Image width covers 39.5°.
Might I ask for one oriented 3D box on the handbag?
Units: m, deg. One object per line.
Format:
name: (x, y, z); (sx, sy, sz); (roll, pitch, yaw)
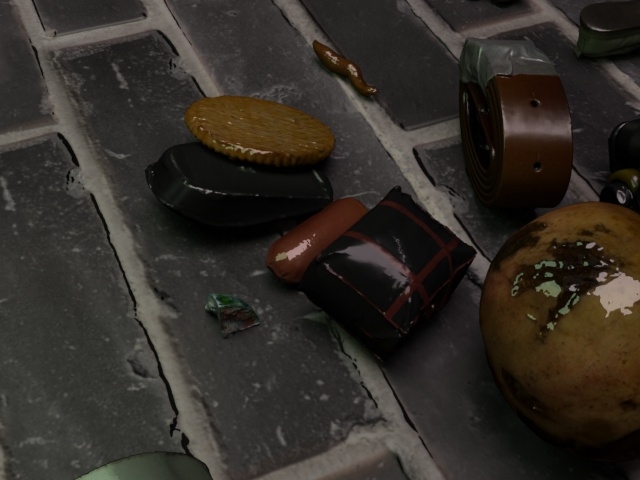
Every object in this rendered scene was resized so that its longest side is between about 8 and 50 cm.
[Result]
handbag: (0.099, 0.047, 1.248); (0.169, 0.155, 0.215); (40, 54, 12)

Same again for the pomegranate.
pomegranate: (0.341, 0.113, 1.102); (0.322, 0.322, 0.322); (2, 47, -2)

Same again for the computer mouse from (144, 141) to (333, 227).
computer mouse: (-0.126, -0.078, 1.399); (0.295, 0.087, 0.168); (2, 32, -22)

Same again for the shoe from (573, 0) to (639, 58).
shoe: (0.618, -0.420, 1.754); (0.275, 0.098, 0.103); (-12, 56, -16)

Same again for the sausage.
sausage: (0.000, 0.000, 1.339); (0.194, 0.077, 0.077); (-35, 58, -28)

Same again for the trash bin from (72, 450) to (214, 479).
trash bin: (-0.106, 0.431, 0.800); (0.280, 0.280, 0.432); (-23, 49, -23)

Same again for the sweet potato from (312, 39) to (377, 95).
sweet potato: (0.047, -0.319, 1.663); (0.044, 0.044, 0.179); (-32, 63, -29)

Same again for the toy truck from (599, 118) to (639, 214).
toy truck: (0.529, -0.115, 1.378); (0.147, 0.224, 0.165); (-11, 91, -9)

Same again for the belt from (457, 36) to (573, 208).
belt: (0.302, -0.194, 1.439); (0.122, 0.217, 0.338); (0, 45, -4)

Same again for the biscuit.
biscuit: (-0.101, -0.181, 1.475); (0.254, 0.035, 0.254); (12, 27, -6)

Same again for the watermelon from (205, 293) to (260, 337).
watermelon: (-0.135, 0.107, 1.260); (0.085, 0.085, 0.061); (13, 77, 8)

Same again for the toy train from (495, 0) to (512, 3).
toy train: (0.340, -0.579, 1.890); (0.226, 0.090, 0.137); (16, 45, 11)
